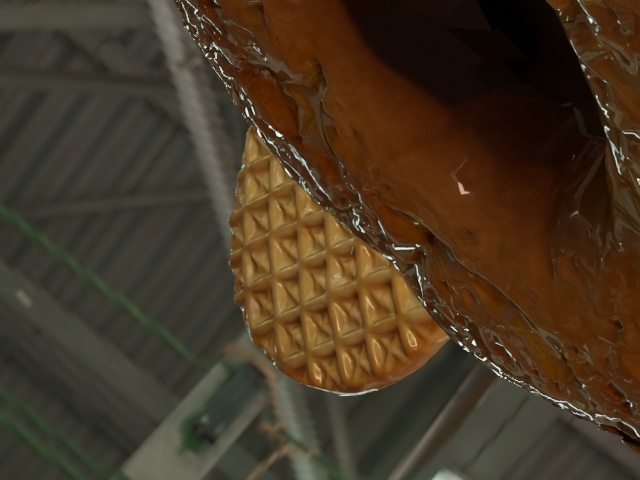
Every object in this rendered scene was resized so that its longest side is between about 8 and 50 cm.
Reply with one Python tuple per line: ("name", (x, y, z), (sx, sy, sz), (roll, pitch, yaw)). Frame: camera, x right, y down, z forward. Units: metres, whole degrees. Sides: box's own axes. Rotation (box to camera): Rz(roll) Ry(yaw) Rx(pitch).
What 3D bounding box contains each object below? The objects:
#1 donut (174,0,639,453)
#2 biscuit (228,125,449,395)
("donut", (0.067, -0.091, 0.447), (0.317, 0.150, 0.299), (47, -20, 1))
("biscuit", (0.000, 0.000, 1.488), (0.204, 0.040, 0.309), (-55, -138, 27))
